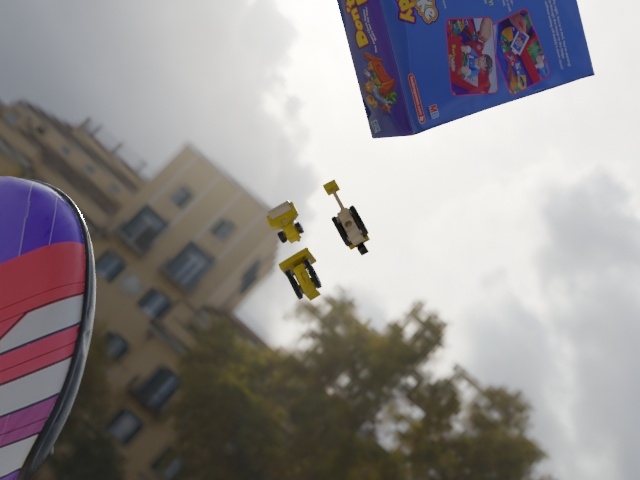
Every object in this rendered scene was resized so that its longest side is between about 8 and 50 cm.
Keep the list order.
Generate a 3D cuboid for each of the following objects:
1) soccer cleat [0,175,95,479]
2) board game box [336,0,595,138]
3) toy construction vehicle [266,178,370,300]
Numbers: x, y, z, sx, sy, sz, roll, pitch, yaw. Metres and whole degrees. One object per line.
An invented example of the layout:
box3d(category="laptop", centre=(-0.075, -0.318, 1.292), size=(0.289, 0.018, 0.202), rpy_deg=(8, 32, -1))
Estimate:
box3d(category="soccer cleat", centre=(-0.191, 0.087, 0.596), size=(0.109, 0.318, 0.116), rpy_deg=(14, -30, 25))
box3d(category="board game box", centre=(0.121, -0.298, 1.486), size=(0.078, 0.233, 0.347), rpy_deg=(1, -73, 61))
box3d(category="toy construction vehicle", centre=(0.000, 0.000, 1.356), size=(0.098, 0.086, 0.035), rpy_deg=(61, 6, 33))
